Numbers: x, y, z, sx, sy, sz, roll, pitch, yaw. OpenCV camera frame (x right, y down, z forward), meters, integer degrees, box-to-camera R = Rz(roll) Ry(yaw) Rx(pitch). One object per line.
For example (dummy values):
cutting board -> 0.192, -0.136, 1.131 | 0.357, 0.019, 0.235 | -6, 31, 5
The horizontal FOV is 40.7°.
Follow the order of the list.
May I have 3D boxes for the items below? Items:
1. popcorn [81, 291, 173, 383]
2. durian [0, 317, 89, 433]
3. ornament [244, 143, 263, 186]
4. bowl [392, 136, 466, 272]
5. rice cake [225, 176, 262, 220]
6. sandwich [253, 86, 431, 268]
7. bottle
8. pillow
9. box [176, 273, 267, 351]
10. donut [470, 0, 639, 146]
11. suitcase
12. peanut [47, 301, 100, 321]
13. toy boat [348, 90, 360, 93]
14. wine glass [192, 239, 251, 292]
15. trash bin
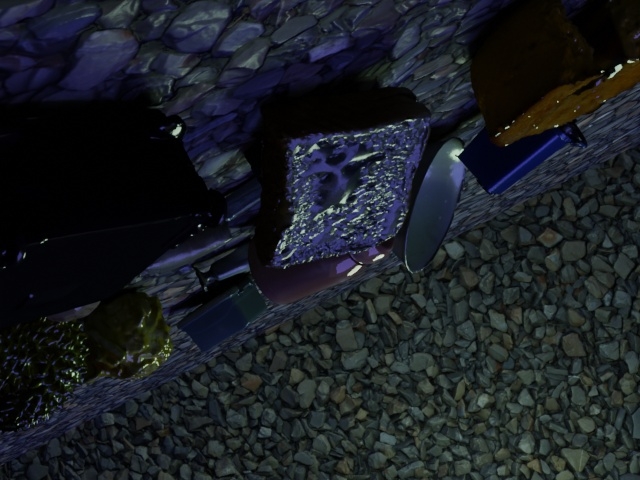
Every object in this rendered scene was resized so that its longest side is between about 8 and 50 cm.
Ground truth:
popcorn -> -0.439, 0.221, 1.910 | 0.217, 0.181, 0.235 | -21, 161, -21
durian -> -0.521, 0.188, 1.437 | 0.291, 0.291, 0.224 | -33, -153, 30
ornament -> 0.008, -0.148, 1.454 | 0.236, 0.080, 0.202 | -32, 141, 3
bowl -> 0.198, -0.095, 1.922 | 0.313, 0.146, 0.313 | -44, 144, -44
rice cake -> -0.097, -0.103, 1.552 | 0.211, 0.043, 0.034 | -32, 180, 19
sandwich -> 0.032, -0.097, 1.379 | 0.271, 0.099, 0.301 | -10, 138, -18
bottle -> 0.000, 0.000, 1.816 | 0.297, 0.206, 0.173 | -22, -174, 29
pillow -> -0.249, 0.005, 1.547 | 0.181, 0.077, 0.134 | -24, -167, -21
box -> -0.264, 0.194, 2.338 | 0.227, 0.130, 0.162 | -34, -178, 28
donut -> 0.430, -0.316, 1.500 | 0.435, 0.163, 0.377 | -24, 170, -26
suitcase -> -0.336, -0.011, 1.038 | 0.339, 0.188, 0.345 | -36, 167, 37
peanut -> -0.340, 0.012, 1.313 | 0.298, 0.136, 0.120 | -37, -154, 24
toy boat -> 0.060, -0.210, 1.398 | 0.140, 0.059, 0.066 | -17, 137, -30
wine glass -> -0.211, 0.057, 1.983 | 0.155, 0.072, 0.072 | -25, 169, -8
trash bin -> 0.431, -0.207, 1.853 | 0.234, 0.184, 0.162 | -44, 162, 19
